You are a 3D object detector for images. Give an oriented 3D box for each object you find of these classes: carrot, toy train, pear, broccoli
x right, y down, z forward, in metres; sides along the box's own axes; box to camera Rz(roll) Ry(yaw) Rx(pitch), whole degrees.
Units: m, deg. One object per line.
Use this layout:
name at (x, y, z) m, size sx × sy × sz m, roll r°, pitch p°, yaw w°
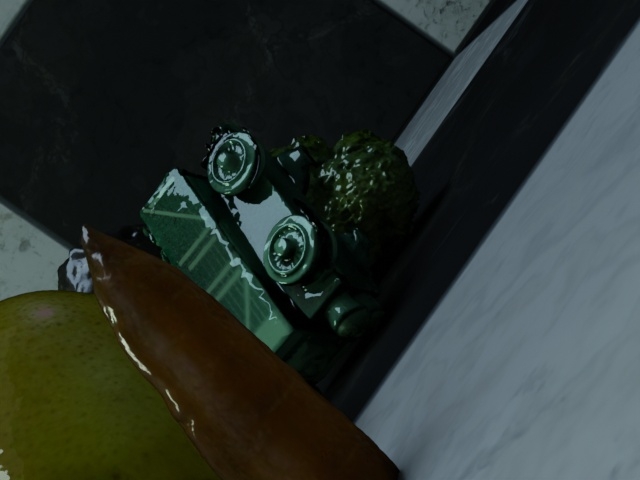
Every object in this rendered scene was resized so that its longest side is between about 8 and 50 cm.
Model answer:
carrot at (-0.047, 0.068, 0.492) m, size 0.072 × 0.205 × 0.072 m, roll -42°, pitch 1°, yaw 1°
toy train at (-0.053, 0.006, 0.914) m, size 0.154 × 0.269 × 0.115 m, roll -50°, pitch -34°, yaw 18°
pear at (-0.154, 0.157, 0.665) m, size 0.336 × 0.285 × 0.285 m, roll -28°, pitch 22°, yaw 49°
broccoli at (-0.015, 0.015, 1.139) m, size 0.254 × 0.186 × 0.302 m, roll -20°, pitch -27°, yaw -11°

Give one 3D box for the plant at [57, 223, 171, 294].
plant at (-0.190, 0.143, 1.166) m, size 0.182 × 0.320 × 0.194 m, roll -25°, pitch -22°, yaw -6°
